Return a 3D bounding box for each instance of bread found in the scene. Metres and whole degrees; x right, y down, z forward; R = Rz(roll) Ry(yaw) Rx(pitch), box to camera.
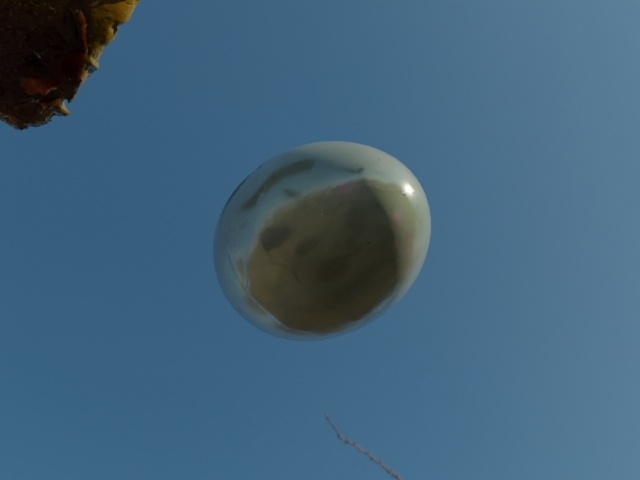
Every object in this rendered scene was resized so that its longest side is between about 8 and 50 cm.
[{"bbox_3d":[-0.216,-0.223,0.573,0.139,0.077,0.271,38,-78,-24],"label":"bread"}]

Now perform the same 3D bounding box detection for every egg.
[{"bbox_3d":[0.000,0.000,0.525,0.151,0.151,0.209,27,-30,-19],"label":"egg"}]
